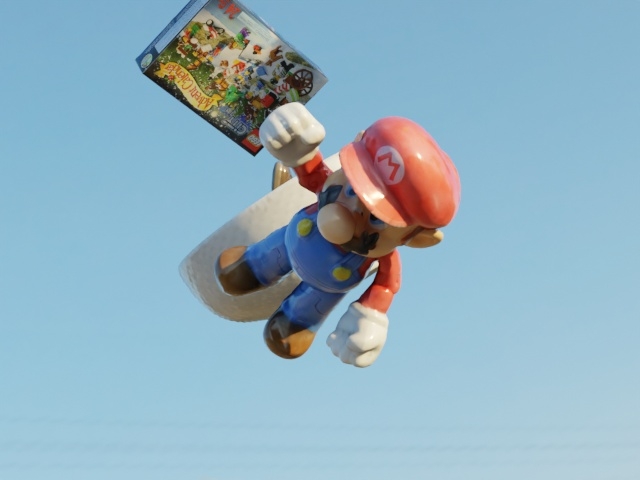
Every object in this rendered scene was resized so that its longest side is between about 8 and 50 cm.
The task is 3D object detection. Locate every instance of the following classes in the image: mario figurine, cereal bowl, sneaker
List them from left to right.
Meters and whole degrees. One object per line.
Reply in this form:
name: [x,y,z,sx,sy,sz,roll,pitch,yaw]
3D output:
sneaker: [-0.042,-0.037,2.177,0.071,0.188,0.066,-2,18,-2]
cereal bowl: [-0.006,0.005,1.746,0.339,0.141,0.339,-32,-5,-3]
mario figurine: [0.000,0.000,1.280,0.198,0.170,0.320,23,-39,-18]

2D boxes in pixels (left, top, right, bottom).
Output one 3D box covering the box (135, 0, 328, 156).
box: [-0.121,-0.239,1.913,0.159,0.044,0.233,-46,-50,11]
